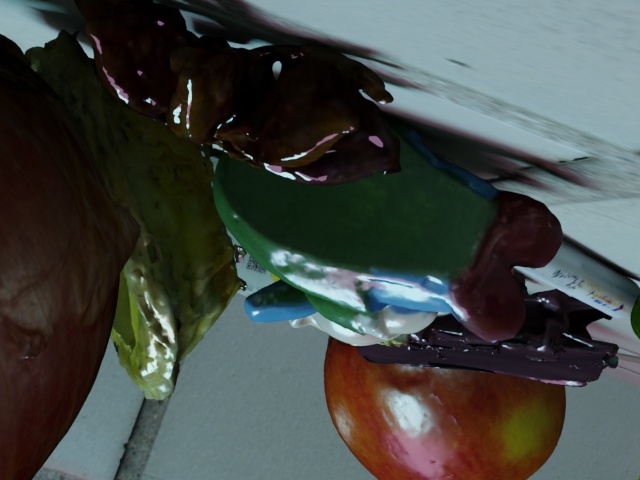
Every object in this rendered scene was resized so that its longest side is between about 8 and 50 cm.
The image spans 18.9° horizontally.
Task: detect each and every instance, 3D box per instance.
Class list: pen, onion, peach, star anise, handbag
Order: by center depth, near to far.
[{"bbox_3d":[-0.038,-0.063,0.833,0.168,0.057,0.168,19,176,1],"label":"star anise"},{"bbox_3d":[-0.257,0.038,0.910,0.353,0.354,0.353,20,177,1],"label":"onion"},{"bbox_3d":[0.145,0.012,1.232,0.033,0.033,0.269,18,177,33],"label":"pen"},{"bbox_3d":[0.128,0.064,1.506,0.203,0.074,0.216,4,171,5],"label":"handbag"},{"bbox_3d":[0.121,0.143,1.991,0.281,0.238,0.281,44,-157,-24],"label":"peach"}]

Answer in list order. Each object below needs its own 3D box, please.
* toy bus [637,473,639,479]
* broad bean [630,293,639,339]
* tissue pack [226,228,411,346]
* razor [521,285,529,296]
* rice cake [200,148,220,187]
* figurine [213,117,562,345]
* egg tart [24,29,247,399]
[{"bbox_3d":[0.362,0.164,1.452,0.152,0.144,0.330,46,164,-29],"label":"toy bus"},{"bbox_3d":[0.230,0.048,1.211,0.052,0.052,0.256,-21,175,-2],"label":"broad bean"},{"bbox_3d":[0.001,0.000,1.277,0.099,0.106,0.148,23,177,-38],"label":"tissue pack"},{"bbox_3d":[0.125,0.039,1.682,0.090,0.054,0.148,15,176,23],"label":"razor"},{"bbox_3d":[-0.022,-0.029,1.541,0.127,0.043,0.237,24,175,-36],"label":"rice cake"},{"bbox_3d":[0.046,0.004,1.032,0.185,0.127,0.234,14,165,17],"label":"figurine"},{"bbox_3d":[-0.102,-0.020,1.072,0.090,0.213,0.212,-20,-175,-10],"label":"egg tart"}]
